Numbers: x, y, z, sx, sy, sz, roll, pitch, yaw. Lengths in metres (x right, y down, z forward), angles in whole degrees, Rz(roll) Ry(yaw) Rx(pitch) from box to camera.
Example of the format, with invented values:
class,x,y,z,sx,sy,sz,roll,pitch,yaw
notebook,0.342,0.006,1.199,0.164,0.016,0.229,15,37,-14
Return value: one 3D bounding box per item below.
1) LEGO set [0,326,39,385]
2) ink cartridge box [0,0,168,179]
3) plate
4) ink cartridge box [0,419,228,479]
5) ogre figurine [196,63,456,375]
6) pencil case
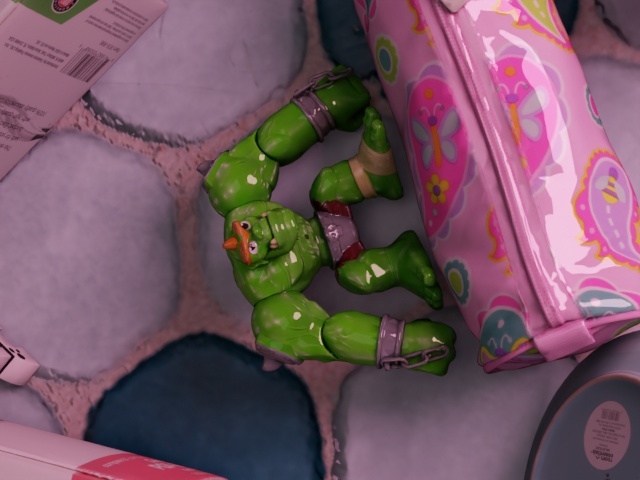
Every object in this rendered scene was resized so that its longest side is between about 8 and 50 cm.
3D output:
class,x,y,z,sx,sy,sz,roll,pitch,yaw
LEGO set,-0.307,0.038,0.961,0.227,0.093,0.087,42,98,14
ink cartridge box,-0.218,-0.118,0.917,0.208,0.153,0.087,-45,76,8
plate,0.162,0.137,0.796,0.024,0.188,0.188,16,91,-27
ink cartridge box,-0.223,0.216,0.914,0.283,0.117,0.207,12,90,16
ogre figurine,0.000,0.000,0.882,0.118,0.097,0.197,-19,93,0
pencil case,0.101,-0.068,0.843,0.124,0.124,0.284,-20,82,13
